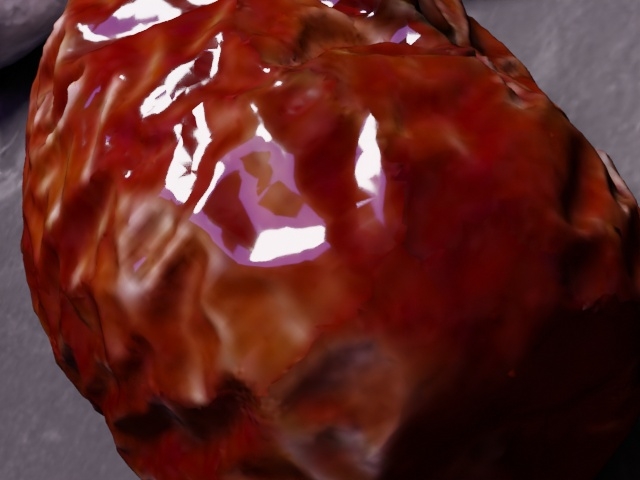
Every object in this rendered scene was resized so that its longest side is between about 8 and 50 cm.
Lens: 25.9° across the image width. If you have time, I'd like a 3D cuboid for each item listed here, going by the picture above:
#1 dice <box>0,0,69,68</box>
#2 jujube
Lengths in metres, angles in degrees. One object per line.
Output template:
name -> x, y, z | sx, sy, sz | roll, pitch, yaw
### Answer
dice -> -0.265, -0.271, 0.825 | 0.271, 0.270, 0.270 | 24, 82, 46
jujube -> 0.000, 0.000, 0.490 | 0.213, 0.213, 0.232 | -44, 46, 11
